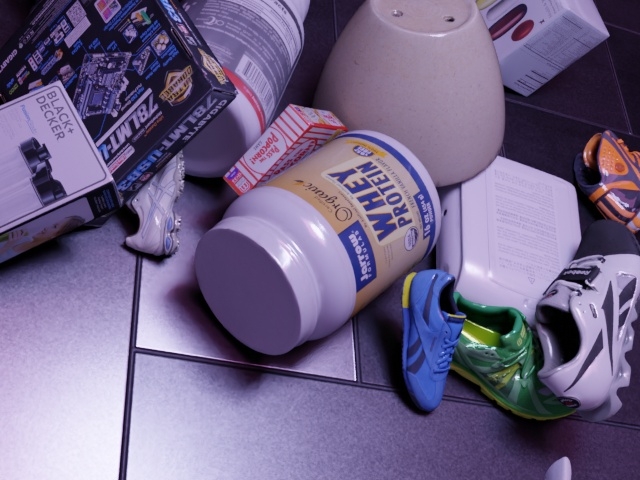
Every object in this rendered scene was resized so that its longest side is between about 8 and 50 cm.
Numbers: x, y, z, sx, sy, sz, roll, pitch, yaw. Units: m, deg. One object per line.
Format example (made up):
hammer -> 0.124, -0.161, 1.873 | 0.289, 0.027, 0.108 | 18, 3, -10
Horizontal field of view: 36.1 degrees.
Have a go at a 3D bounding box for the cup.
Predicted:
cup -> 0.152, -0.281, 1.591 | 0.331, 0.237, 0.331 | 2, 45, -2

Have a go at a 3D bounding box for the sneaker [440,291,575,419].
sneaker -> 0.285, 0.176, 1.483 | 0.295, 0.123, 0.109 | 28, 49, -8

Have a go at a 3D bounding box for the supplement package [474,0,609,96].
supplement package -> 0.405, -0.428, 1.892 | 0.149, 0.203, 0.194 | 16, 49, -42

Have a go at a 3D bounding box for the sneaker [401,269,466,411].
sneaker -> 0.167, 0.146, 1.415 | 0.069, 0.082, 0.209 | -7, 96, -52

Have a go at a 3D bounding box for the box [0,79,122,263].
box -> -0.420, -0.064, 1.240 | 0.290, 0.087, 0.169 | -26, 72, -13

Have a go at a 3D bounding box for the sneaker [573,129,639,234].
sneaker -> 0.608, -0.157, 1.883 | 0.180, 0.124, 0.321 | 45, 49, 6

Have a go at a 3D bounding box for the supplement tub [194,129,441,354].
supplement tub -> 0.000, 0.000, 1.390 | 0.228, 0.228, 0.316 | 47, 50, 9

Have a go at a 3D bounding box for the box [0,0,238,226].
box -> -0.297, -0.221, 1.353 | 0.293, 0.295, 0.073 | 56, 23, 16

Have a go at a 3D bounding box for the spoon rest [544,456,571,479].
spoon rest -> 0.427, 0.402, 1.442 | 0.276, 0.084, 0.137 | 31, 49, -22

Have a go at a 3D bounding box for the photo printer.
photo printer -> 0.313, 0.012, 1.622 | 0.256, 0.107, 0.308 | 16, 52, -17

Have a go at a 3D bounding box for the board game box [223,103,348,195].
board game box -> -0.048, -0.131, 1.456 | 0.045, 0.147, 0.193 | 47, 16, 9

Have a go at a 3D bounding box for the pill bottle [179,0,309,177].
pill bottle -> -0.145, -0.289, 1.529 | 0.210, 0.210, 0.363 | 27, 49, -8

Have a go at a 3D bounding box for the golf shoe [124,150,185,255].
golf shoe -> -0.236, -0.067, 1.396 | 0.086, 0.069, 0.176 | 5, 77, -6

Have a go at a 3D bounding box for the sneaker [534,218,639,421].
sneaker -> 0.393, 0.088, 1.462 | 0.146, 0.122, 0.331 | 31, 55, -24

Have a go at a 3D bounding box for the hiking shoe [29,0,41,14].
hiking shoe -> -0.343, -0.411, 1.598 | 0.304, 0.113, 0.132 | -4, 103, -45
